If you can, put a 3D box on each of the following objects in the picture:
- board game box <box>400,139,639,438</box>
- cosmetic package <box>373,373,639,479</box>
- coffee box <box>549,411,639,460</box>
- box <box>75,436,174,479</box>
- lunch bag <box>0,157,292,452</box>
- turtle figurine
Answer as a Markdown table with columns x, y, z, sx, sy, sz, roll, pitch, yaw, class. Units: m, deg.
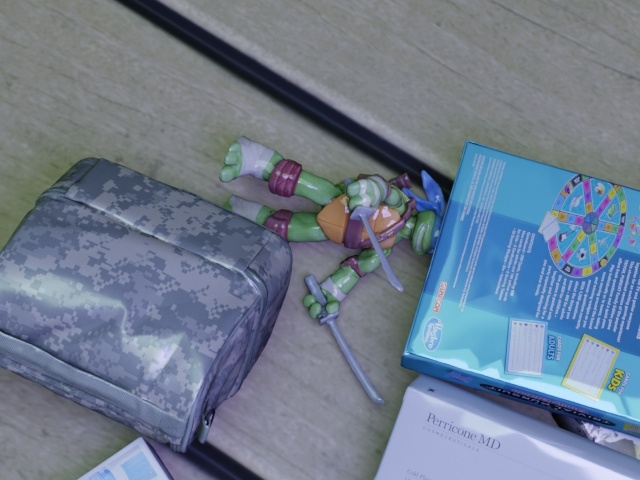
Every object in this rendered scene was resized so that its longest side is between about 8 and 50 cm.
| x | y | z | sx | sy | sz | roll | pitch | yaw | class |
| --- | --- | --- | --- | --- | --- | --- | --- | --- | --- |
| 0.283 | 0.062 | 1.501 | 0.336 | 0.079 | 0.254 | 17 | 76 | 5 | board game box |
| 0.227 | 0.346 | 1.474 | 0.377 | 0.097 | 0.285 | 22 | 102 | 12 | cosmetic package |
| 0.332 | 0.138 | 1.583 | 0.168 | 0.119 | 0.297 | -31 | 77 | -6 | coffee box |
| -0.187 | 0.340 | 1.545 | 0.114 | 0.103 | 0.203 | -34 | 77 | -8 | box |
| -0.217 | 0.079 | 1.516 | 0.305 | 0.213 | 0.256 | 25 | 36 | 6 | lunch bag |
| 0.000 | 0.000 | 1.588 | 0.266 | 0.198 | 0.275 | 18 | 71 | 11 | turtle figurine |
